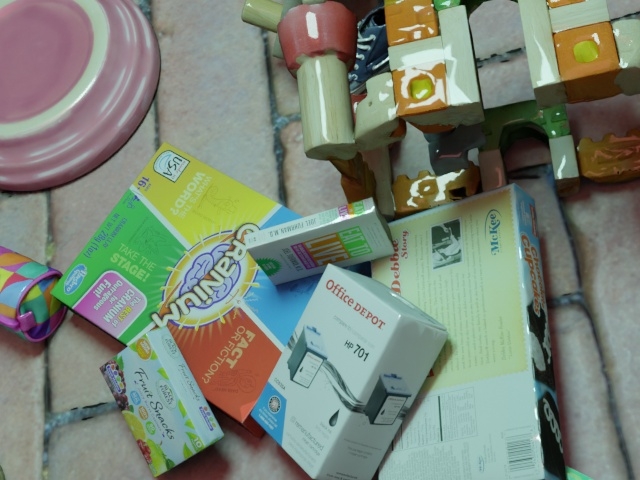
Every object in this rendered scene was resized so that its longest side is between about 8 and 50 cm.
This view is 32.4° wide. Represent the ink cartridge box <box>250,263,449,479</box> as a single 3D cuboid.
[{"bbox_3d":[0.028,0.141,1.154,0.139,0.082,0.191,34,100,51],"label":"ink cartridge box"}]

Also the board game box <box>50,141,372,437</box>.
[{"bbox_3d":[-0.131,0.049,1.312,0.316,0.064,0.242,28,76,27],"label":"board game box"}]

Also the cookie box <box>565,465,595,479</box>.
[{"bbox_3d":[0.234,0.281,1.097,0.091,0.040,0.107,24,75,26],"label":"cookie box"}]

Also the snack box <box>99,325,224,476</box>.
[{"bbox_3d":[-0.178,0.180,1.228,0.100,0.037,0.141,-36,80,36],"label":"snack box"}]

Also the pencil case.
[{"bbox_3d":[-0.434,0.051,1.391,0.236,0.104,0.104,16,71,24],"label":"pencil case"}]

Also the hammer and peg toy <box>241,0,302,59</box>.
[{"bbox_3d":[0.019,-0.424,1.379,0.127,0.266,0.361,19,53,0],"label":"hammer and peg toy"}]

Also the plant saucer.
[{"bbox_3d":[-0.388,-0.231,1.519,0.332,0.084,0.332,-7,64,15],"label":"plant saucer"}]

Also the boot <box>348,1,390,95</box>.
[{"bbox_3d":[0.051,-0.241,1.380,0.190,0.086,0.069,-32,60,1],"label":"boot"}]

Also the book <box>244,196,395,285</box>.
[{"bbox_3d":[0.000,0.000,1.200,0.144,0.096,0.035,-17,62,10],"label":"book"}]

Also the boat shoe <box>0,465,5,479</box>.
[{"bbox_3d":[-0.419,0.359,1.220,0.092,0.103,0.285,-33,37,22],"label":"boat shoe"}]

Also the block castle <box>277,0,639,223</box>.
[{"bbox_3d":[0.201,-0.184,1.184,0.453,0.303,0.213,-10,69,13],"label":"block castle"}]

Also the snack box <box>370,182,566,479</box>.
[{"bbox_3d":[0.148,0.114,1.165,0.187,0.060,0.322,-17,60,31],"label":"snack box"}]
